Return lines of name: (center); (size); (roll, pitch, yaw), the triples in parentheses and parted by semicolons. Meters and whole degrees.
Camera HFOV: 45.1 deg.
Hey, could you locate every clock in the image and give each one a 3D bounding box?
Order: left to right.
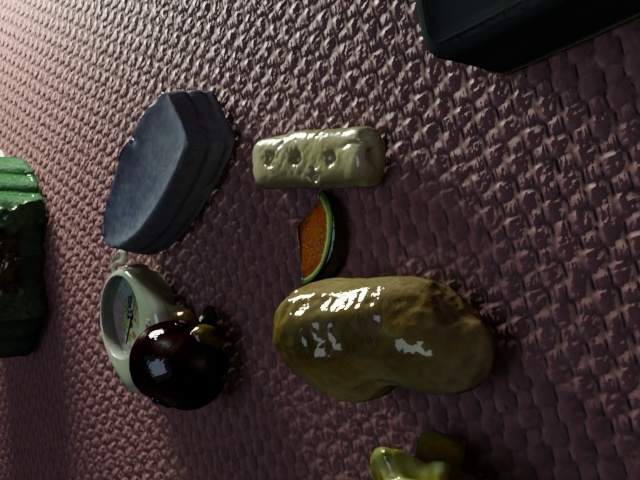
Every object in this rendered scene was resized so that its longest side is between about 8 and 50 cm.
clock: (-0.261, 0.107, 1.101); (0.191, 0.062, 0.151); (49, 127, 36)

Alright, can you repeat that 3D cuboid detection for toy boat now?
toy boat: (-0.212, -0.075, 1.029); (0.283, 0.078, 0.127); (-50, 59, 36)

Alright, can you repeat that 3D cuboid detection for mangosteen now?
mangosteen: (-0.170, 0.143, 0.966); (0.140, 0.140, 0.140); (2, 93, 49)

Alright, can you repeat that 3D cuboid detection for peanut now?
peanut: (0.056, 0.092, 0.708); (0.236, 0.110, 0.120); (1, 71, 42)

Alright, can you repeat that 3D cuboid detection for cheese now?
cheese: (-0.006, -0.087, 0.819); (0.194, 0.043, 0.064); (2, 88, 51)

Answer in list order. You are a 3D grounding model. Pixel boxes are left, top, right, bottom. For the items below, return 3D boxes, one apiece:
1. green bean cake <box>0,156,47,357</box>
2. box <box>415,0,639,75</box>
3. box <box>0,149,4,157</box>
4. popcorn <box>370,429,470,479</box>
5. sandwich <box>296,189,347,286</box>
green bean cake: (-0.621, 0.032, 1.434); (0.300, 0.169, 0.308); (55, 128, 32)
box: (0.164, -0.223, 0.582); (0.201, 0.090, 0.144); (-16, 80, 48)
box: (-0.661, -0.140, 1.583); (0.083, 0.024, 0.054); (56, 127, 33)
popcorn: (0.092, 0.260, 0.634); (0.187, 0.167, 0.185); (-40, 28, 4)
sandwich: (0.002, -0.003, 0.825); (0.069, 0.026, 0.101); (-18, 75, 52)
